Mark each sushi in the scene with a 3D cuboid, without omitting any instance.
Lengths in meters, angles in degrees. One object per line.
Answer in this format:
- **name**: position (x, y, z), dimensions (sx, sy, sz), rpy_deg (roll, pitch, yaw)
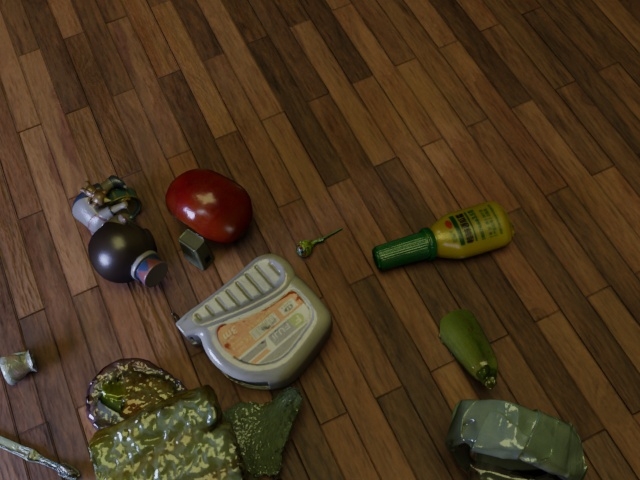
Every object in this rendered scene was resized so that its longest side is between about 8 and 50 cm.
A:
- **sushi**: position (-0.341, 0.310, 1.492), dimensions (0.241, 0.107, 0.161), rpy_deg (-9, 57, -11)

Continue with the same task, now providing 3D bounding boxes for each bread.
- **bread**: position (-0.211, 0.466, 1.310), dimensions (0.239, 0.264, 0.395), rpy_deg (-27, 81, -7)

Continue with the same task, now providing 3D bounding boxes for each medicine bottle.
- **medicine bottle**: position (0.264, 0.000, 1.636), dimensions (0.308, 0.076, 0.111), rpy_deg (-17, 61, -4)

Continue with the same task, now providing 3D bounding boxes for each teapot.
- **teapot**: position (-0.631, 0.258, 1.568), dimensions (0.064, 0.064, 0.083), rpy_deg (-22, 31, -16)

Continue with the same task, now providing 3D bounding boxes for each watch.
- **watch**: position (0.352, 0.365, 1.342), dimensions (0.253, 0.241, 0.162), rpy_deg (12, 62, 9)

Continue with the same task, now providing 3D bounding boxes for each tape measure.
- **tape measure**: position (-0.127, 0.175, 1.541), dimensions (0.258, 0.130, 0.265), rpy_deg (-39, 72, -13)

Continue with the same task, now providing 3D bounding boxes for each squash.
- **squash**: position (0.311, 0.233, 1.510), dimensions (0.090, 0.075, 0.200), rpy_deg (0, 38, -17)

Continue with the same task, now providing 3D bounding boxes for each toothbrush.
- **toothbrush**: position (-0.604, 0.418, 1.498), dimensions (0.294, 0.028, 0.026), rpy_deg (16, 63, 17)

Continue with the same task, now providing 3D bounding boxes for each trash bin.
- **trash bin**: position (-0.275, 0.019, 1.649), dimensions (0.061, 0.092, 0.043), rpy_deg (33, 71, 19)

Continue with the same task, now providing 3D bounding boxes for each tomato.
- **tomato**: position (-0.241, -0.081, 1.649), dimensions (0.195, 0.195, 0.136), rpy_deg (31, 93, 18)

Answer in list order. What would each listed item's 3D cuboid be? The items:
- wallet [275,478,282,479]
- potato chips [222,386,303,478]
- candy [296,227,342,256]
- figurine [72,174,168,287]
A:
- **wallet**: position (-0.081, 0.523, 1.405), dimensions (0.088, 0.026, 0.129), rpy_deg (-29, 64, -11)
- **potato chips**: position (-0.124, 0.381, 1.465), dimensions (0.228, 0.059, 0.167), rpy_deg (-25, 58, -1)
- **candy**: position (0.000, 0.000, 1.682), dimensions (0.122, 0.035, 0.035), rpy_deg (-27, 52, -21)
- **figurine**: position (-0.436, -0.005, 1.645), dimensions (0.158, 0.161, 0.276), rpy_deg (-5, 57, -41)
